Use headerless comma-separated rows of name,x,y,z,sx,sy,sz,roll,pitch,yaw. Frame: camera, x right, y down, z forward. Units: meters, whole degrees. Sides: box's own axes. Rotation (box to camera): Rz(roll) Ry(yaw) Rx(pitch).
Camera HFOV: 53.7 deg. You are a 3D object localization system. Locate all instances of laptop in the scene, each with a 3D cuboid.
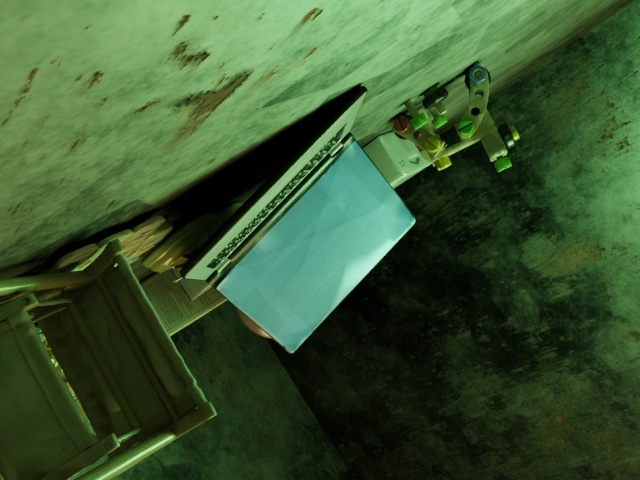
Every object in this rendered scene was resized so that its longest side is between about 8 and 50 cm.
laptop,0.000,0.000,1.095,0.382,0.236,0.408,-47,180,-6

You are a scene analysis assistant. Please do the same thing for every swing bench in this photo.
swing bench,-0.304,0.165,0.732,0.165,0.253,0.255,-38,169,35

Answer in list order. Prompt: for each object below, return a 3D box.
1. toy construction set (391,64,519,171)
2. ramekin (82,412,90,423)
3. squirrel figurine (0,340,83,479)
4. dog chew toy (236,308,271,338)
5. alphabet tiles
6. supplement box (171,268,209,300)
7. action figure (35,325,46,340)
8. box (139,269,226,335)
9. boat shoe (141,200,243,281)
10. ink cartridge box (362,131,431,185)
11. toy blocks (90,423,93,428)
toy construction set,0.317,-0.235,1.492,0.258,0.237,0.309,-32,179,-11
ramekin,-0.634,0.372,1.584,0.277,0.135,0.277,-3,156,-1
squirrel figurine,-0.488,0.300,1.096,0.370,0.281,0.397,-53,-179,-32
dog chew toy,-0.103,0.058,1.489,0.207,0.331,0.206,-5,147,-3
alphabet tiles,-0.351,0.045,0.921,0.278,0.021,0.284,-34,178,43
supplement box,-0.238,0.038,1.368,0.111,0.114,0.220,-31,176,-30
action figure,-0.455,0.145,0.815,0.137,0.063,0.232,-27,167,30
box,-0.319,0.117,1.565,0.232,0.148,0.127,-32,180,-3
boat shoe,-0.207,0.005,1.155,0.105,0.089,0.285,-32,-178,33
ink cartridge box,0.126,-0.171,1.748,0.306,0.131,0.226,-35,177,34
toy blocks,-0.636,0.393,1.927,0.191,0.260,0.381,-33,179,35
